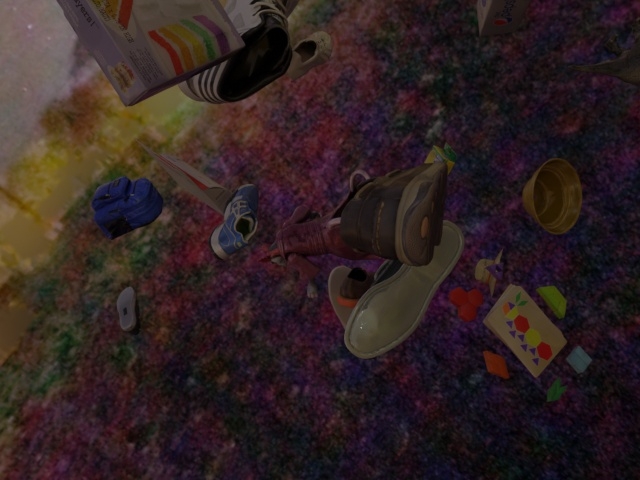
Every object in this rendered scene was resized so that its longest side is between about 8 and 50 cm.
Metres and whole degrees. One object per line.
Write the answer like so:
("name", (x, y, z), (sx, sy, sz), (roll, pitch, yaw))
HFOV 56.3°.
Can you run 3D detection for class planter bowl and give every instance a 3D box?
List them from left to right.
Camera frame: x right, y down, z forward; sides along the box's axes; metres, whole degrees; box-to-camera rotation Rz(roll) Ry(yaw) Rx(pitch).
("planter bowl", (0.652, -0.126, 1.734), (0.217, 0.217, 0.090), (-55, 26, -18))

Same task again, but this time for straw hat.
("straw hat", (0.467, 0.086, 1.683), (0.061, 0.144, 0.144), (13, 51, 15))

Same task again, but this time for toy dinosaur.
("toy dinosaur", (0.692, -0.384, 1.245), (0.121, 0.313, 0.160), (87, -179, -56))

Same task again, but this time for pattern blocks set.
("pattern blocks set", (0.463, 0.201, 1.364), (0.285, 0.325, 0.026), (-27, -10, -26))

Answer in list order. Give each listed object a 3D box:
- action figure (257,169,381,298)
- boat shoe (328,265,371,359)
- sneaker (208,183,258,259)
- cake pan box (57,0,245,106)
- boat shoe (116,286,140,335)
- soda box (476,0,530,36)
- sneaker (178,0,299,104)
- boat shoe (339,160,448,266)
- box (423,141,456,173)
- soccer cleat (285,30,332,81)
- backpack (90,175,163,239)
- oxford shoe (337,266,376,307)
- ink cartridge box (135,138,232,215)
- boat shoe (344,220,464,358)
("action figure", (0.000, 0.000, 1.613), (0.370, 0.248, 0.276), (-17, -17, 5))
("boat shoe", (0.105, 0.242, 2.087), (0.127, 0.341, 0.158), (-20, 8, -7))
("sneaker", (-0.163, -0.045, 1.278), (0.081, 0.080, 0.211), (-17, 39, 30))
("cake pan box", (-0.273, -0.371, 0.926), (0.070, 0.267, 0.246), (-21, 15, 41))
("boat shoe", (-0.458, 0.171, 1.438), (0.049, 0.040, 0.142), (-28, 41, 4))
("soda box", (0.439, -0.586, 1.424), (0.098, 0.091, 0.286), (-6, -3, 8))
("sneaker", (-0.086, -0.446, 1.168), (0.257, 0.169, 0.447), (30, 87, 48))
("boat shoe", (0.110, -0.053, 0.864), (0.355, 0.130, 0.132), (-24, -60, -74))
("box", (0.343, -0.205, 1.809), (0.179, 0.043, 0.105), (-63, 23, 25))
("soccer cleat", (-0.018, -0.411, 1.297), (0.196, 0.068, 0.076), (-54, 3, -41))
("backpack", (-0.376, -0.071, 1.171), (0.120, 0.101, 0.098), (-18, 42, 8))
("oxford shoe", (0.140, 0.130, 1.888), (0.271, 0.097, 0.098), (-26, -53, -64))
("ink cartridge box", (-0.308, -0.158, 1.417), (0.189, 0.232, 0.066), (33, 75, 27))
("boat shoe", (0.148, 0.091, 1.099), (0.302, 0.114, 0.091), (-44, 4, -14))
